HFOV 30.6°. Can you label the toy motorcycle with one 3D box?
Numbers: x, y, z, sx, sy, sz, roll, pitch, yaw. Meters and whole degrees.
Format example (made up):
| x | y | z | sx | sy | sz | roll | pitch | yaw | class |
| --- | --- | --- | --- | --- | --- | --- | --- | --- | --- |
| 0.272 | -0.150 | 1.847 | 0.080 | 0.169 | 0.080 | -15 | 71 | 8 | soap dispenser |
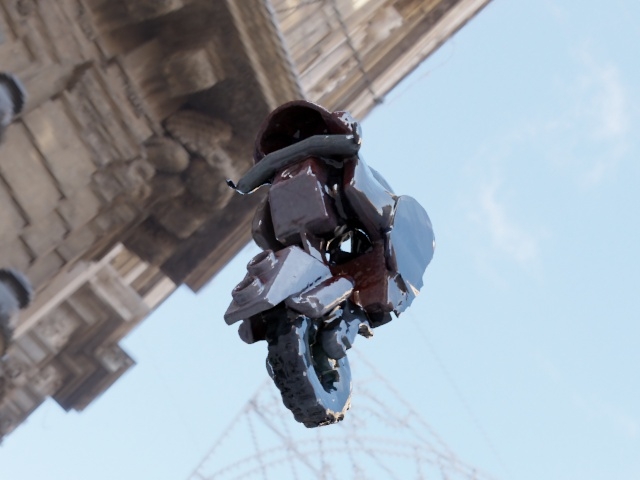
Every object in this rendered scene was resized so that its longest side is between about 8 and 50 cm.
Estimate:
| x | y | z | sx | sy | sz | roll | pitch | yaw | class |
| --- | --- | --- | --- | --- | --- | --- | --- | --- | --- |
| 0.001 | 0.000 | 0.613 | 0.082 | 0.213 | 0.122 | -26 | -71 | 25 | toy motorcycle |
